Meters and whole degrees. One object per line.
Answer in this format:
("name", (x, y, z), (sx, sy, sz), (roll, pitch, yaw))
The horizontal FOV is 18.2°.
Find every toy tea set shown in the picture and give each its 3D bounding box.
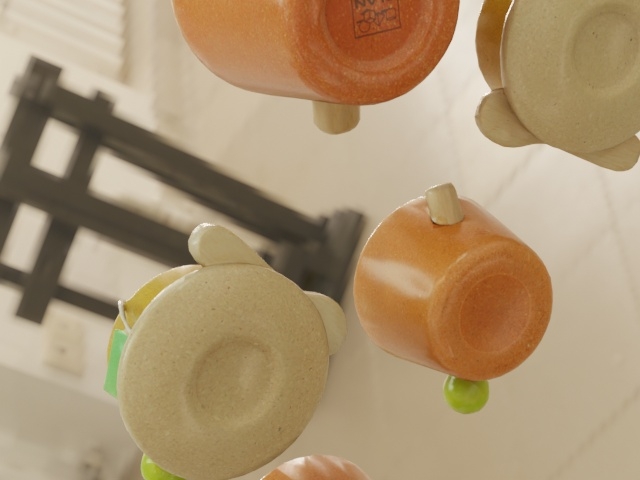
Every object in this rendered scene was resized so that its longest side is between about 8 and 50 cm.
("toy tea set", (0.000, 0.000, 0.813), (0.124, 0.200, 0.336), (31, 100, 58))
